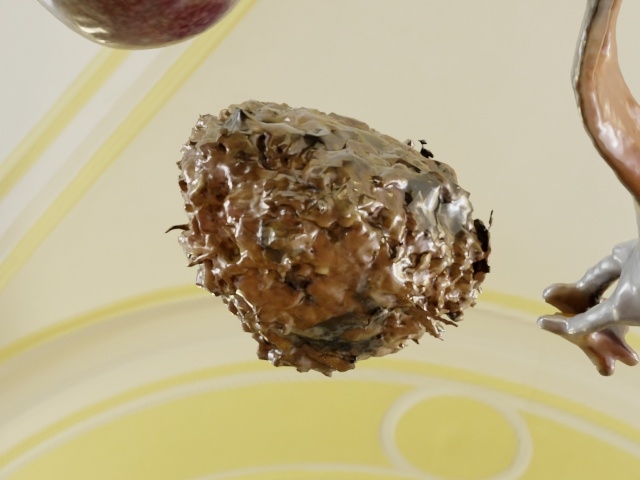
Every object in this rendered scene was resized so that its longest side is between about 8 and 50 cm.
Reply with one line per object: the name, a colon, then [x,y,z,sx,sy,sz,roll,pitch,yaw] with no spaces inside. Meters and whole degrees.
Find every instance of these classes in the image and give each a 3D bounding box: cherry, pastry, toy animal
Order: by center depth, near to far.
toy animal: [0.178,0.000,0.552,0.284,0.225,0.302,34,-29,-8]
cherry: [-0.124,-0.198,0.773,0.176,0.140,0.176,35,-12,9]
pastry: [0.000,0.000,0.925,0.275,0.275,0.193,16,-76,1]
